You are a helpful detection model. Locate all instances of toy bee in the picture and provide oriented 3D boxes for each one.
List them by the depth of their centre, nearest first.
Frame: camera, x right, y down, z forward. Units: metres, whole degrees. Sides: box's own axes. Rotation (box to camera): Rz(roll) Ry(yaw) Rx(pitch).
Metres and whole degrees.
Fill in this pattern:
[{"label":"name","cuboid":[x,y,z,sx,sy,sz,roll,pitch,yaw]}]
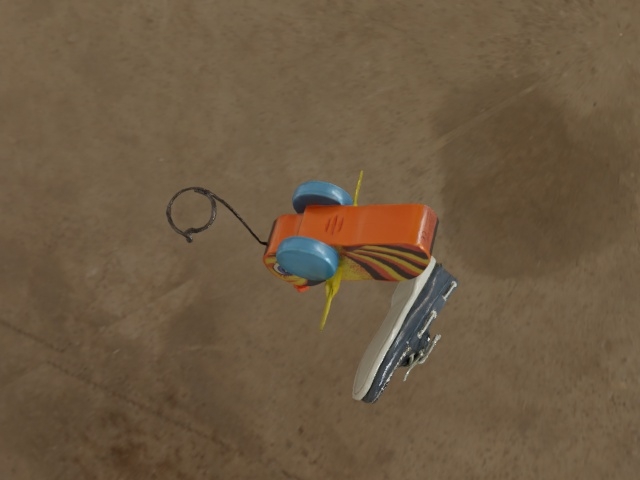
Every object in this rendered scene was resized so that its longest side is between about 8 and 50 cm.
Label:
[{"label":"toy bee","cuboid":[0.000,0.000,1.223,0.298,0.162,0.195,26,71,28]}]

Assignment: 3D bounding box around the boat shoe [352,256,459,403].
[{"label":"boat shoe","cuboid":[0.123,0.133,1.483,0.079,0.254,0.095,36,143,-9]}]
